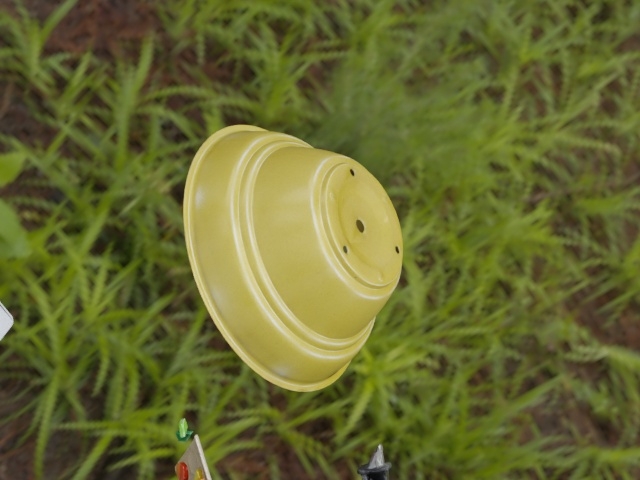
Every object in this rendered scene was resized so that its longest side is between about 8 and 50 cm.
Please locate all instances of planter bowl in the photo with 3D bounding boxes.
[{"bbox_3d":[0.000,0.000,1.215,0.217,0.090,0.217,29,51,-43],"label":"planter bowl"}]

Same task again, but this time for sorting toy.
[{"bbox_3d":[-0.124,0.210,1.487,0.012,0.062,0.083,2,48,-29],"label":"sorting toy"}]

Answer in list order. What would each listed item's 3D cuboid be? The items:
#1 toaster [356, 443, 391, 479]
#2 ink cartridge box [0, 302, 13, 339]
[{"bbox_3d":[-0.034,0.210,0.720,0.110,0.168,0.185,-11,82,-54],"label":"toaster"},{"bbox_3d":[-0.315,0.092,1.083,0.072,0.175,0.127,54,36,-20],"label":"ink cartridge box"}]
